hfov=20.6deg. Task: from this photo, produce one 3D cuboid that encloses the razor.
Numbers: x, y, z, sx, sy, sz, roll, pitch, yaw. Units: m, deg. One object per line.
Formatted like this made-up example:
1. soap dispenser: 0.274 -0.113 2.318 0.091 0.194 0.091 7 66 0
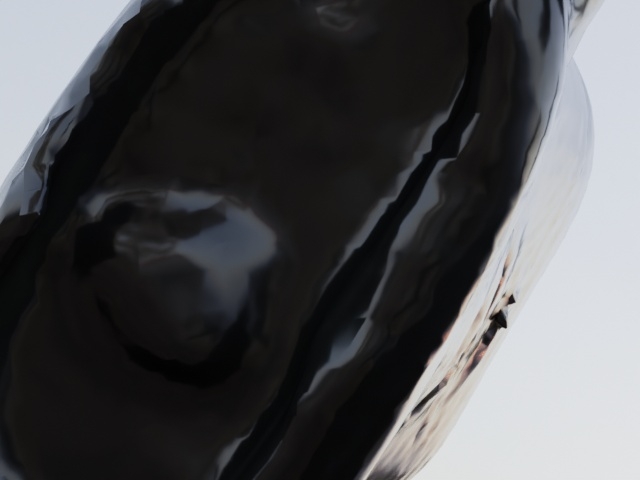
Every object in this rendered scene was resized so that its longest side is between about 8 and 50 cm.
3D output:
1. razor: -0.001 -0.001 0.487 0.113 0.204 0.349 33 1 9
